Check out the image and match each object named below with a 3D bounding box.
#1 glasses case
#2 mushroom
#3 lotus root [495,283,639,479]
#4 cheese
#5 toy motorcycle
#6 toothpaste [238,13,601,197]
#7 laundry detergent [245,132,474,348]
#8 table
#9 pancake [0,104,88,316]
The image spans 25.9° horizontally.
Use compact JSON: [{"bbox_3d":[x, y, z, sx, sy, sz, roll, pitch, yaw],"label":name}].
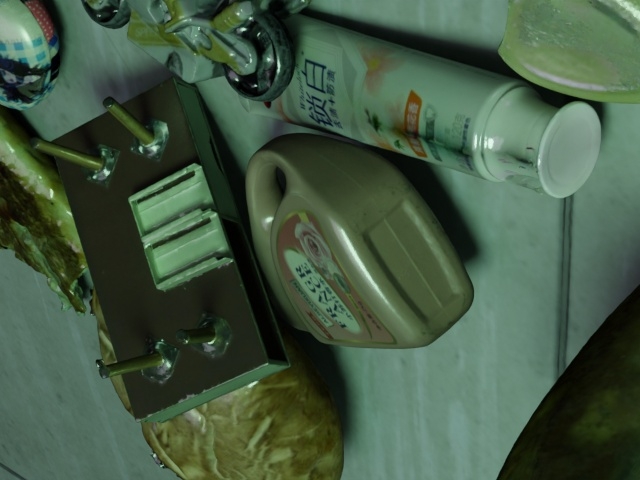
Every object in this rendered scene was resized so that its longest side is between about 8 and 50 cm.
[{"bbox_3d":[-0.348,-0.241,1.202,0.327,0.076,0.125,41,142,10],"label":"glasses case"},{"bbox_3d":[-0.066,0.109,1.149,0.286,0.156,0.151,52,145,-6],"label":"mushroom"},{"bbox_3d":[0.211,0.170,0.763,0.250,0.346,0.250,21,136,22],"label":"lotus root"},{"bbox_3d":[0.193,-0.105,0.779,0.192,0.037,0.097,24,137,18],"label":"cheese"},{"bbox_3d":[-0.094,-0.194,0.966,0.225,0.073,0.152,30,124,35],"label":"toy motorcycle"},{"bbox_3d":[0.041,-0.098,0.933,0.323,0.066,0.100,22,133,44],"label":"toothpaste"},{"bbox_3d":[0.000,0.000,1.029,0.171,0.076,0.237,57,158,-13],"label":"laundry detergent"},{"bbox_3d":[-0.132,0.003,1.046,0.121,0.111,0.240,-26,73,19],"label":"table"},{"bbox_3d":[-0.366,-0.093,1.387,0.426,0.067,0.305,27,146,27],"label":"pancake"}]
